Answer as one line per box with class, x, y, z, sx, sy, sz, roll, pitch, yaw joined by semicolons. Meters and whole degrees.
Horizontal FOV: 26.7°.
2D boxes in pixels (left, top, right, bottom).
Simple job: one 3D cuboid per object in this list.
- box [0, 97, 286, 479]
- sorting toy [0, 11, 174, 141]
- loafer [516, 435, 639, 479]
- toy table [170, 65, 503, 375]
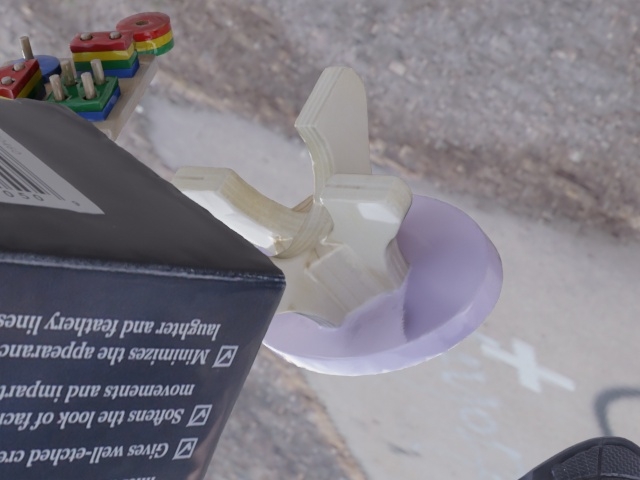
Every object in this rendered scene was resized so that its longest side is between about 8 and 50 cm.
box;-0.246;0.131;0.612;0.293;0.395;0.212;8;-159;-48
sorting toy;-0.208;-0.118;1.032;0.132;0.274;0.046;-1;123;12
loafer;0.129;0.250;1.072;0.095;0.303;0.109;98;150;-60
toy table;0.000;0.000;1.123;0.274;0.252;0.161;-8;140;37
